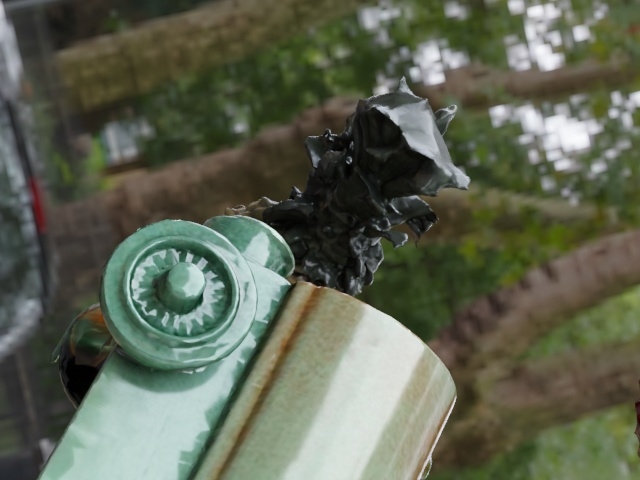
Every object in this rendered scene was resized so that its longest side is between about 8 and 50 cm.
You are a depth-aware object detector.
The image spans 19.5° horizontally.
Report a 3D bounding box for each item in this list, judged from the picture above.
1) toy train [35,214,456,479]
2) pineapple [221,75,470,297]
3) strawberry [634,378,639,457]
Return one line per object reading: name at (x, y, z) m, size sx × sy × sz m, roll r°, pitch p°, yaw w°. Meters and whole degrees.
toy train at (-0.055, 0.123, 0.739) m, size 0.285 × 0.177 × 0.116 m, roll -62°, pitch -176°, yaw -33°
pineapple at (-0.001, 0.000, 1.261) m, size 0.248 × 0.128 × 0.128 m, roll -41°, pitch -130°, yaw 30°
strawberry at (0.315, 0.178, 1.144) m, size 0.138 × 0.234 × 0.306 m, roll 94°, pitch -10°, yaw -81°
